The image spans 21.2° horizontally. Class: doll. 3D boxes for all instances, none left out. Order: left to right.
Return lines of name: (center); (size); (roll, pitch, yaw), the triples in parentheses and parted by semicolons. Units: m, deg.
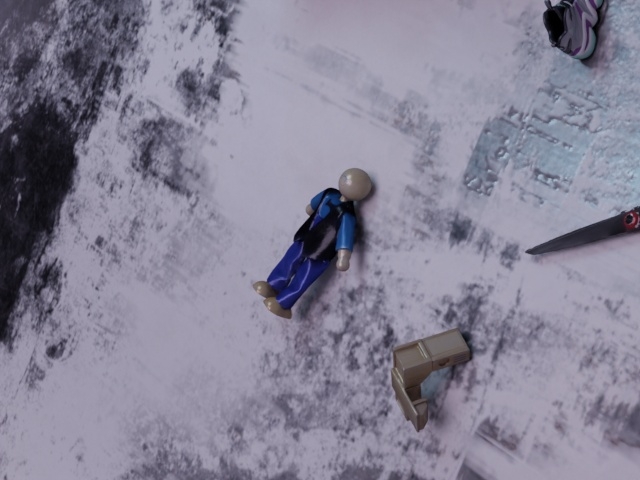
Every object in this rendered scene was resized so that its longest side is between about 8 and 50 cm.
doll: (0.000, 0.000, 1.935); (0.189, 0.046, 0.129); (-55, 34, 14)

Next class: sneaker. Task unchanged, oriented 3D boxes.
sneaker: (0.246, -0.234, 1.702); (0.038, 0.069, 0.098); (-10, 72, 47)

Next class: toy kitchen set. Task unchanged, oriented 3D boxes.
toy kitchen set: (0.120, 0.151, 1.765); (0.083, 0.075, 0.068); (85, 164, -46)

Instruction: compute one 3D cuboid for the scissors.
scissors: (0.311, -0.031, 1.610); (0.297, 0.021, 0.109); (2, 83, 50)
